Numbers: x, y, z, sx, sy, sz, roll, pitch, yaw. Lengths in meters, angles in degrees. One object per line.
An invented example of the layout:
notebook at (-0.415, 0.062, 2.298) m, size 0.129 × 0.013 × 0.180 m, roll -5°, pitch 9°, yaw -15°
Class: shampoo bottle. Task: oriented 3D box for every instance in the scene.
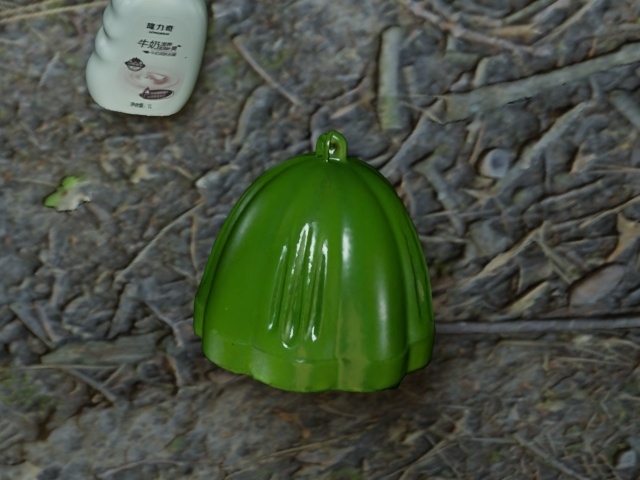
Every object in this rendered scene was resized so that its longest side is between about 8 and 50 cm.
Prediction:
shampoo bottle at (-0.109, -0.155, 1.337) m, size 0.077 × 0.045 × 0.152 m, roll 7°, pitch 129°, yaw -15°

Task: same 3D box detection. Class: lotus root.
lotus root at (0.000, 0.000, 1.434) m, size 0.186 × 0.186 × 0.186 m, roll -5°, pitch 132°, yaw -5°
